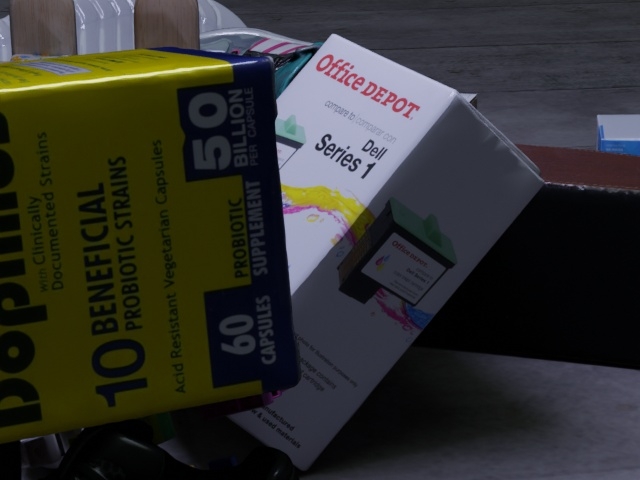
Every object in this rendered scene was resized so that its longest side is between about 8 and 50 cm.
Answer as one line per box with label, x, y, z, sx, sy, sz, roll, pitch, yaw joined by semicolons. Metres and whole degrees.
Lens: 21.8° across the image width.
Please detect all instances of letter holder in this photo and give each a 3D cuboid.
letter holder;0.149;-0.012;1.454;0.301;0.152;0.214;5;19;12

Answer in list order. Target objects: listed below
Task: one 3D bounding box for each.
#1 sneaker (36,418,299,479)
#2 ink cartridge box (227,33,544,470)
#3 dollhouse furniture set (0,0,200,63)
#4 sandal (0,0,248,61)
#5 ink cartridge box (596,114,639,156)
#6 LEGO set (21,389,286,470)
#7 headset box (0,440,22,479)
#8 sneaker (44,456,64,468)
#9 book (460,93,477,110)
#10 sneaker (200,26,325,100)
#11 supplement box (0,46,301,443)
sneaker;-0.143;0.170;0.951;0.293;0.146;0.102;-4;21;-16
ink cartridge box;0.000;0.000;1.236;0.117;0.278;0.201;42;-3;-33
dollhouse furniture set;-0.303;-0.170;1.535;0.394;0.257;0.362;1;28;-1
sandal;-0.274;-0.227;2.067;0.416;0.169;0.102;-8;-18;-31
ink cartridge box;0.293;-0.052;1.606;0.052;0.123;0.088;-1;20;7
LEGO set;-0.099;0.144;1.089;0.227;0.087;0.093;-17;1;29
headset box;-0.343;0.141;1.071;0.218;0.110;0.293;-16;26;-37
sneaker;-0.211;0.054;1.231;0.126;0.240;0.091;-4;-27;26
book;0.056;-0.108;1.457;0.144;0.035;0.096;6;18;19
sneaker;-0.056;-0.179;1.945;0.295;0.124;0.178;4;11;3
supplement box;-0.214;0.003;0.958;0.356;0.194;0.195;-9;11;-20
